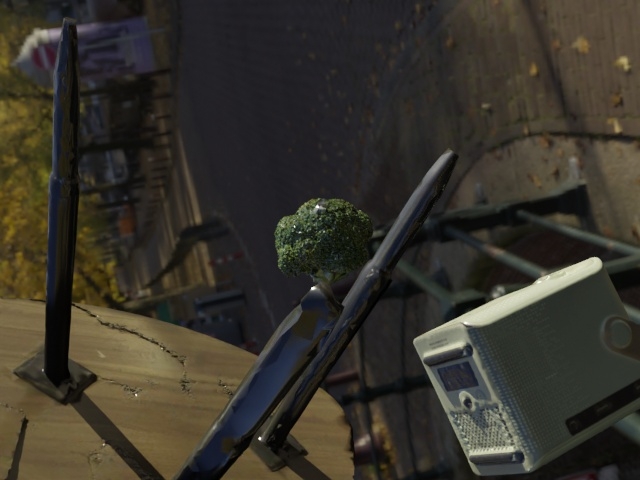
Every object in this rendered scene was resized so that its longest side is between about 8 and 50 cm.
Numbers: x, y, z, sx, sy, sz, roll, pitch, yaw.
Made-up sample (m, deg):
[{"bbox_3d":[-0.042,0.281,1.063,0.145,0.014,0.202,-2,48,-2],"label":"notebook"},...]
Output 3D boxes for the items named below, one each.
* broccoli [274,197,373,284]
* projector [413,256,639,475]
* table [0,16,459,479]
[{"bbox_3d":[0.000,0.000,1.351,0.145,0.162,0.137,-64,-23,-49],"label":"broccoli"},{"bbox_3d":[0.256,0.139,1.022,0.177,0.243,0.163,67,156,6],"label":"projector"},{"bbox_3d":[-0.059,0.056,0.524,0.249,0.317,0.317,-63,33,27],"label":"table"}]
